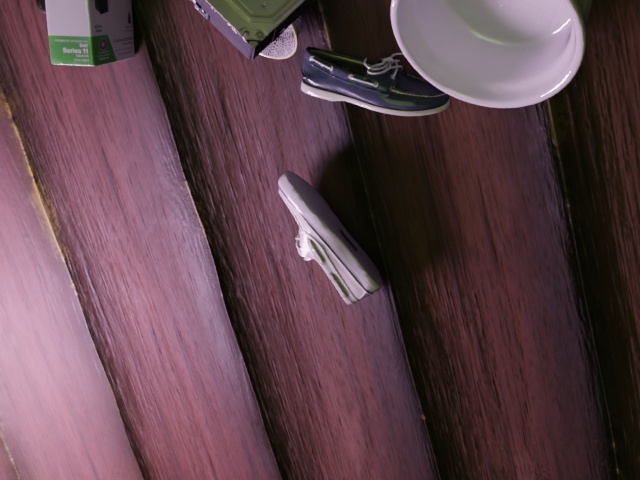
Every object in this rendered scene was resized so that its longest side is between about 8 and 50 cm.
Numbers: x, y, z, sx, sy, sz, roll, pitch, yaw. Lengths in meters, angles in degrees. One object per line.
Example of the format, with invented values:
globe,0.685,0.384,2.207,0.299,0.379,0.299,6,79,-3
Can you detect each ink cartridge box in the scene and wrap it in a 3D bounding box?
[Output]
ink cartridge box,-0.393,-0.411,1.311,0.086,0.153,0.208,6,111,14

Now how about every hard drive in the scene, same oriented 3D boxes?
hard drive,-0.067,-0.467,1.147,0.237,0.064,0.339,45,79,-1

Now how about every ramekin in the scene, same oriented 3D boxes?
ramekin,0.252,-0.335,1.099,0.277,0.135,0.277,21,151,12

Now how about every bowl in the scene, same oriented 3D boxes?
bowl,-0.091,-0.387,1.256,0.170,0.170,0.080,31,69,4

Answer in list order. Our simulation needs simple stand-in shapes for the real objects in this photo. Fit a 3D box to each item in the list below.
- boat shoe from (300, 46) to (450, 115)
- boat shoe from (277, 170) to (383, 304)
boat shoe,0.089,-0.265,1.257,0.254,0.095,0.079,16,123,20
boat shoe,0.000,0.000,1.374,0.088,0.096,0.267,-36,104,19
